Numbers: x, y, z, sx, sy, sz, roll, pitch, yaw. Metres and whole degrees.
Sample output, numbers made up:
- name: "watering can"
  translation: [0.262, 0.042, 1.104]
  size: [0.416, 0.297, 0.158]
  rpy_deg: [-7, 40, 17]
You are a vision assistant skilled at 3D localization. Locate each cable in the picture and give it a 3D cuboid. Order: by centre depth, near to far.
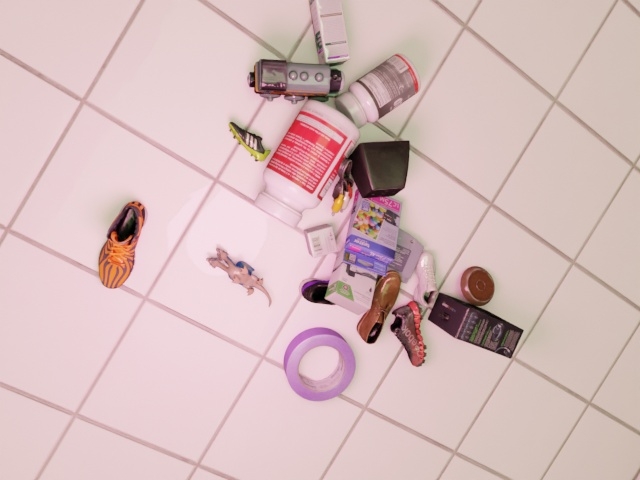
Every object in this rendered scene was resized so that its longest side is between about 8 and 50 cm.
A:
- name: "cable"
  translation: [0.099, -0.204, 1.717]
  size: [0.072, 0.287, 0.139]
  rpy_deg: [38, 62, 10]

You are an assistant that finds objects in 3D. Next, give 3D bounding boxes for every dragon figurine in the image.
- name: "dragon figurine"
  translation: [-0.284, 0.131, 1.761]
  size: [0.289, 0.144, 0.085]
  rpy_deg: [38, 88, -35]

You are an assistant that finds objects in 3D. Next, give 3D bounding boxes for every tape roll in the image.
- name: "tape roll"
  translation: [-0.004, 0.486, 1.883]
  size: [0.275, 0.090, 0.274]
  rpy_deg: [-2, 101, -12]

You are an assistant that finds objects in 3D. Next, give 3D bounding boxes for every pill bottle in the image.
- name: "pill bottle"
  translation: [-0.055, -0.260, 1.675]
  size: [0.229, 0.229, 0.407]
  rpy_deg: [31, 91, -16]
- name: "pill bottle"
  translation: [0.204, -0.529, 1.725]
  size: [0.283, 0.161, 0.161]
  rpy_deg: [-35, 105, -5]

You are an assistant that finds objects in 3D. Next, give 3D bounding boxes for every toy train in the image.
- name: "toy train"
  translation: [-0.080, -0.547, 1.641]
  size: [0.334, 0.190, 0.142]
  rpy_deg: [1, 100, -13]

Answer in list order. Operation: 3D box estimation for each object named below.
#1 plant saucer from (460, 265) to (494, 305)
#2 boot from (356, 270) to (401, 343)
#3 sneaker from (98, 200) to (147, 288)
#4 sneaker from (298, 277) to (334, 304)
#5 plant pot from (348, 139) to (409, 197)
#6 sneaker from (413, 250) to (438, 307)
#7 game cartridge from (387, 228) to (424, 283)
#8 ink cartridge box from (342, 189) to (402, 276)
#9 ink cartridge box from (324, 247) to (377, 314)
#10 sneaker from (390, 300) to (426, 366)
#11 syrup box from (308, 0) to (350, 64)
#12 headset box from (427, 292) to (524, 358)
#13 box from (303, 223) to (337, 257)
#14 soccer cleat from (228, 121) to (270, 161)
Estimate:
- name: "plant saucer"
  translation: [0.658, 0.187, 1.985]
  size: [0.168, 0.029, 0.168]
  rpy_deg: [4, 77, -17]
- name: "boot"
  translation: [0.243, 0.267, 1.870]
  size: [0.112, 0.115, 0.305]
  rpy_deg: [21, 101, -13]
- name: "sneaker"
  translation: [-0.679, 0.022, 1.603]
  size: [0.125, 0.180, 0.321]
  rpy_deg: [16, 95, -15]
- name: "sneaker"
  translation: [0.074, 0.196, 1.822]
  size: [0.293, 0.146, 0.102]
  rpy_deg: [-7, 101, -11]
- name: "plant pot"
  translation: [0.218, -0.250, 1.739]
  size: [0.188, 0.187, 0.167]
  rpy_deg: [-6, 83, -12]
- name: "sneaker"
  translation: [0.435, 0.160, 1.915]
  size: [0.090, 0.115, 0.232]
  rpy_deg: [-4, 100, -12]
- name: "game cartridge"
  translation: [0.252, 0.032, 1.886]
  size: [0.294, 0.060, 0.196]
  rpy_deg: [23, 97, -16]
- name: "ink cartridge box"
  translation: [0.196, -0.038, 1.775]
  size: [0.186, 0.065, 0.311]
  rpy_deg: [21, 63, -14]
- name: "ink cartridge box"
  translation: [0.120, 0.142, 1.748]
  size: [0.153, 0.087, 0.208]
  rpy_deg: [27, 55, -16]
- name: "sneaker"
  translation: [0.351, 0.388, 1.944]
  size: [0.135, 0.097, 0.276]
  rpy_deg: [-11, 99, -11]
- name: "syrup box"
  translation: [0.031, -0.742, 1.684]
  size: [0.096, 0.093, 0.236]
  rpy_deg: [-12, 102, -11]
- name: "headset box"
  translation: [0.604, 0.332, 1.914]
  size: [0.283, 0.246, 0.131]
  rpy_deg: [22, 93, -16]
- name: "box"
  translation: [0.000, 0.000, 1.803]
  size: [0.102, 0.087, 0.101]
  rpy_deg: [-16, 102, -11]
- name: "soccer cleat"
  translation: [-0.253, -0.360, 1.706]
  size: [0.072, 0.060, 0.179]
  rpy_deg: [-48, 112, -12]
